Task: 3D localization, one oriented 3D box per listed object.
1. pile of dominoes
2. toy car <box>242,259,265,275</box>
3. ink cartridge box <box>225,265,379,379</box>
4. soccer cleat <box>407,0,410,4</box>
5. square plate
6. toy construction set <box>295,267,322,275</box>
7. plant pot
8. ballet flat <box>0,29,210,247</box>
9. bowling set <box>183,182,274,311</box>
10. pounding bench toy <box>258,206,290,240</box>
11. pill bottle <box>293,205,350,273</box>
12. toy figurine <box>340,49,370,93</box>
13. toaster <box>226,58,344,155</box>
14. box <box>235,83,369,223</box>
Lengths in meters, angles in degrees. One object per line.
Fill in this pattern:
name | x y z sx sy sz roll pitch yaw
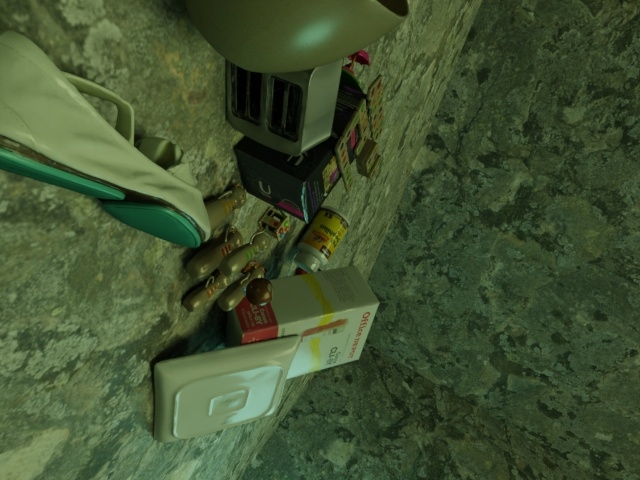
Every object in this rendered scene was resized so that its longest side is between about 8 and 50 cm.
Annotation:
pile of dominoes | 0.105 -0.218 0.884 0.196 0.040 0.251 -62 166 -8
toy car | -0.177 0.062 1.037 0.122 0.060 0.041 79 9 -75
ink cartridge box | -0.058 0.242 1.151 0.384 0.160 0.279 -9 134 -23
soccer cleat | 0.235 -0.671 1.176 0.035 0.029 0.083 -42 159 -60
square plate | -0.233 0.389 1.035 0.346 0.049 0.344 -4 131 -27
toy construction set | -0.042 0.258 1.451 0.237 0.257 0.309 -57 168 18
plant pot | -0.057 -0.320 0.490 0.190 0.284 0.284 -31 -176 34
ballet flat | -0.235 -0.093 0.506 0.139 0.139 0.400 -61 163 -7
bowling set | -0.159 0.055 0.840 0.154 0.199 0.287 -45 161 -49
pounding bench toy | -0.106 -0.052 1.046 0.083 0.065 0.052 -56 163 -23
pill bottle | 0.000 0.000 1.364 0.215 0.117 0.117 -58 163 -17
toy figurine | 0.056 -0.384 0.971 0.159 0.130 0.173 -64 -171 -29
toaster | -0.063 -0.247 0.691 0.110 0.168 0.186 -43 154 -42
box | -0.027 -0.201 0.871 0.270 0.165 0.143 -54 162 -26
